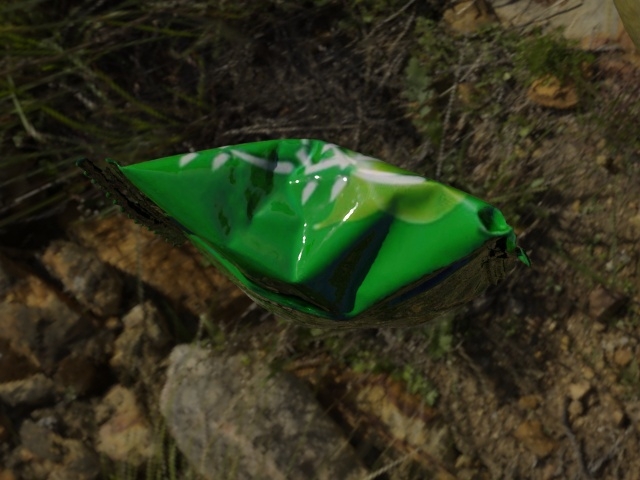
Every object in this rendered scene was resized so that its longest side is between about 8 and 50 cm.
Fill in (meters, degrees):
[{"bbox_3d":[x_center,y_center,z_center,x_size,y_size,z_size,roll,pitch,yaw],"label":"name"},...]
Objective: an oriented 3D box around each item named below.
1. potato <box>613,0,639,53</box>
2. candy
[{"bbox_3d":[0.254,-0.153,0.554,0.251,0.174,0.159,30,164,-21],"label":"potato"},{"bbox_3d":[-0.001,0.003,0.475,0.203,0.078,0.141,9,155,10],"label":"candy"}]
